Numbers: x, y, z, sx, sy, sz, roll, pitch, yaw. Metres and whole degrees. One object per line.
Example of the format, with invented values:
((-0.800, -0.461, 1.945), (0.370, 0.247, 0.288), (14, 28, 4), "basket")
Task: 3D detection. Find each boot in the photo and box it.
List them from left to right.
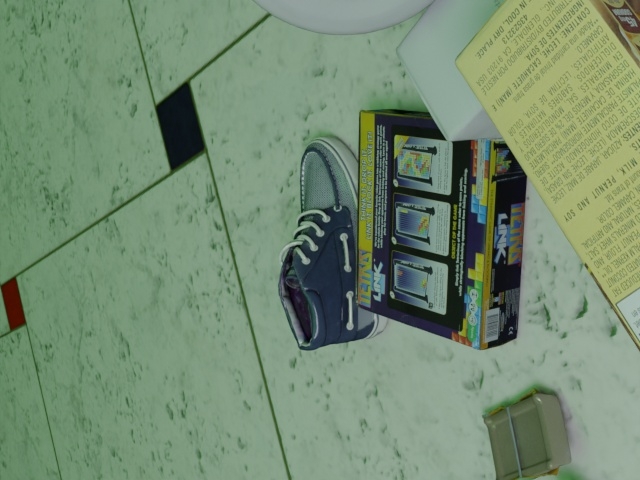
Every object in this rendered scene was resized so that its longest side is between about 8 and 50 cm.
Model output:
((0.000, 0.000, 0.759), (0.069, 0.086, 0.189), (-24, 79, 50), "boot")

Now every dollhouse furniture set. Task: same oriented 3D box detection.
((0.177, 0.190, 0.636), (0.076, 0.059, 0.151), (133, 138, -52), "dollhouse furniture set")

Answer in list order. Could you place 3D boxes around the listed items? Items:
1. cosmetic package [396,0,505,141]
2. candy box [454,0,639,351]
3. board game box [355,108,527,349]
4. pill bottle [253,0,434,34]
((0.160, -0.163, 0.512), (0.231, 0.117, 0.085), (-47, 61, 43), "cosmetic package")
((0.222, 0.004, 0.417), (0.087, 0.183, 0.316), (-50, 60, 44), "candy box")
((0.091, -0.015, 0.677), (0.141, 0.048, 0.170), (17, 111, 50), "board game box")
((0.015, -0.270, 0.564), (0.153, 0.153, 0.264), (-52, 27, 42), "pill bottle")
